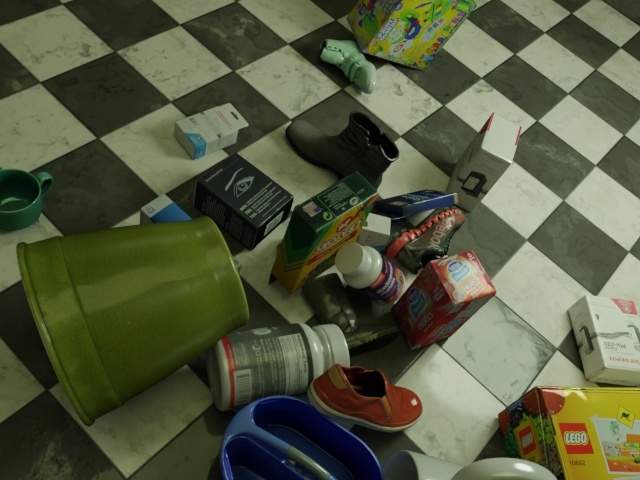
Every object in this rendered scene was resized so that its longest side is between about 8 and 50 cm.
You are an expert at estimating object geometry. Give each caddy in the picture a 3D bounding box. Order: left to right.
[{"bbox_3d":[-0.040,0.462,1.269,0.341,0.179,0.241,32,52,10],"label":"caddy"}]

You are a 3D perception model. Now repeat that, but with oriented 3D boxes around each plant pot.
[{"bbox_3d":[-0.342,0.115,1.266,0.353,0.366,0.366,-21,64,-16],"label":"plant pot"}]

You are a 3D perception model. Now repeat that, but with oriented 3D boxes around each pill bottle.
[{"bbox_3d":[-0.093,0.266,1.407,0.283,0.161,0.161,-6,58,-21],"label":"pill bottle"},{"bbox_3d":[0.119,0.079,1.579,0.193,0.108,0.108,36,36,-47],"label":"pill bottle"}]

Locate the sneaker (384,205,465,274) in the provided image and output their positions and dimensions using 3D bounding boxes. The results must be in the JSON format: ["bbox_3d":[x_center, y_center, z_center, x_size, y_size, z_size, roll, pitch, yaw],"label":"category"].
[{"bbox_3d":[0.308,0.005,1.759,0.276,0.097,0.135,-28,68,-29],"label":"sneaker"}]

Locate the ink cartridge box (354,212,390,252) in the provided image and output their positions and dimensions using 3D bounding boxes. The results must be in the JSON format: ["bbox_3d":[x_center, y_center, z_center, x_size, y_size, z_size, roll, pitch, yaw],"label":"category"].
[{"bbox_3d":[0.082,-0.029,1.706,0.181,0.104,0.061,14,52,-7],"label":"ink cartridge box"}]

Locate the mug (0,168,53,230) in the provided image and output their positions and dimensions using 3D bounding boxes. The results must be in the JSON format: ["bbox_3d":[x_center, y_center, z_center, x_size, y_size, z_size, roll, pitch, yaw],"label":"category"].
[{"bbox_3d":[-0.702,-0.089,1.506,0.158,0.097,0.129,-5,57,-21],"label":"mug"}]

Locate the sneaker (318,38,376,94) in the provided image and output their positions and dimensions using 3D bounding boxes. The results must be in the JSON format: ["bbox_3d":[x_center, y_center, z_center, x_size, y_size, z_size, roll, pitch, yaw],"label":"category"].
[{"bbox_3d":[0.078,-0.559,2.086,0.151,0.094,0.255,-1,46,-25],"label":"sneaker"}]

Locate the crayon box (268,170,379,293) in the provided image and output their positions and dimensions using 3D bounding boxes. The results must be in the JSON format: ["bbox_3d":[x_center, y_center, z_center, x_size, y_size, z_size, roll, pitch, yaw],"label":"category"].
[{"bbox_3d":[0.000,0.000,1.526,0.202,0.318,0.081,-33,71,-32],"label":"crayon box"}]

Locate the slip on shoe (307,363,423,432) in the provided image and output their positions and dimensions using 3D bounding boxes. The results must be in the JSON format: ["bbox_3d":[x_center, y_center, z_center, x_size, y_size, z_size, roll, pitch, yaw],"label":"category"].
[{"bbox_3d":[0.120,0.334,1.395,0.331,0.101,0.123,23,25,-40],"label":"slip on shoe"}]

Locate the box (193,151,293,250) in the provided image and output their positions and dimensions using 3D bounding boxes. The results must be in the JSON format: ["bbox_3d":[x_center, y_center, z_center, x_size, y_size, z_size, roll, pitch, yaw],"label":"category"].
[{"bbox_3d":[-0.200,-0.103,1.668,0.207,0.108,0.153,38,54,11],"label":"box"}]

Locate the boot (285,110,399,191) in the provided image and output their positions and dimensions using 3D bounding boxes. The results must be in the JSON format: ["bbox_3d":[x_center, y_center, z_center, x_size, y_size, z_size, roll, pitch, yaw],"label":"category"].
[{"bbox_3d":[0.063,-0.285,1.807,0.338,0.222,0.118,37,54,10],"label":"boot"}]

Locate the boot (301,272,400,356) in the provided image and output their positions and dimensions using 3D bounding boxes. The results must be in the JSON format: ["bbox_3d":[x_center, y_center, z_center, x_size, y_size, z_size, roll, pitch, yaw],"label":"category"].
[{"bbox_3d":[0.074,0.173,1.591,0.190,0.076,0.208,-10,52,-26],"label":"boot"}]

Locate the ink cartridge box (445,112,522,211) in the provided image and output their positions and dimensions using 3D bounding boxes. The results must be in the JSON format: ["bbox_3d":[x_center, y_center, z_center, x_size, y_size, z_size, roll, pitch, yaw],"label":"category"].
[{"bbox_3d":[0.469,-0.223,1.884,0.100,0.237,0.172,28,52,-1],"label":"ink cartridge box"}]

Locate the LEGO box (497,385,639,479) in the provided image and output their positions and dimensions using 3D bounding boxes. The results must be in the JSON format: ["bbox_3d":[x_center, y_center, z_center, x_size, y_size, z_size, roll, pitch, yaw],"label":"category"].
[{"bbox_3d":[0.700,0.536,1.444,0.501,0.193,0.372,5,55,-14],"label":"LEGO box"}]

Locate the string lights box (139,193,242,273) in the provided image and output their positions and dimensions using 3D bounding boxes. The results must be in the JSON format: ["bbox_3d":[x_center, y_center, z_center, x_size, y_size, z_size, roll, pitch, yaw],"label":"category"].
[{"bbox_3d":[-0.311,0.026,1.524,0.260,0.133,0.077,41,55,12],"label":"string lights box"}]

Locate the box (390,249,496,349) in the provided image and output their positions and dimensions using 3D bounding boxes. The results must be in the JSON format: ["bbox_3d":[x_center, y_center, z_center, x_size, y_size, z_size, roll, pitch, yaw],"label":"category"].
[{"bbox_3d":[0.287,0.147,1.550,0.128,0.257,0.122,-13,63,-25],"label":"box"}]

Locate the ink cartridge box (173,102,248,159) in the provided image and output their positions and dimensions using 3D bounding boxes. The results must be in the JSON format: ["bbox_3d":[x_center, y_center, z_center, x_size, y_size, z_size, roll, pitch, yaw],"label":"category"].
[{"bbox_3d":[-0.303,-0.307,1.809,0.180,0.060,0.104,-28,67,-31],"label":"ink cartridge box"}]

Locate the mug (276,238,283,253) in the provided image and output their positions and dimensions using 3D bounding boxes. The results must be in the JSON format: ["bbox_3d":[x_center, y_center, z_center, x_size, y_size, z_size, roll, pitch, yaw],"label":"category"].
[{"bbox_3d":[-0.067,0.009,1.658,0.078,0.062,0.064,-3,37,26],"label":"mug"}]

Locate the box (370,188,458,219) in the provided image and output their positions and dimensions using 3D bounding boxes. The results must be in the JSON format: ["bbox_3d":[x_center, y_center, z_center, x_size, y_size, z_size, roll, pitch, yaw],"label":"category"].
[{"bbox_3d":[0.252,-0.102,1.803,0.225,0.136,0.036,-16,106,-26],"label":"box"}]

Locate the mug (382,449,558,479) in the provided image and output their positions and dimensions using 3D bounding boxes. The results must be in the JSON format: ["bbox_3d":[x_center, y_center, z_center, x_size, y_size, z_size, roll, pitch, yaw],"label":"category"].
[{"bbox_3d":[0.295,0.540,1.208,0.328,0.374,0.276,18,30,-9],"label":"mug"}]

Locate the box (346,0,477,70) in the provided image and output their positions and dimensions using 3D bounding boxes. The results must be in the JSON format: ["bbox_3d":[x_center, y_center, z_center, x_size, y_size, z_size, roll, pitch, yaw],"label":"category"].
[{"bbox_3d":[0.294,-0.749,2.124,0.279,0.290,0.177,5,52,-37],"label":"box"}]

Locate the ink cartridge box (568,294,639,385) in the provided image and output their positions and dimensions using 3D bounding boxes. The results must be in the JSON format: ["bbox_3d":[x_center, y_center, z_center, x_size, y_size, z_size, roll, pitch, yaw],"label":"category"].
[{"bbox_3d":[0.773,0.265,1.725,0.159,0.092,0.217,8,56,-12],"label":"ink cartridge box"}]
